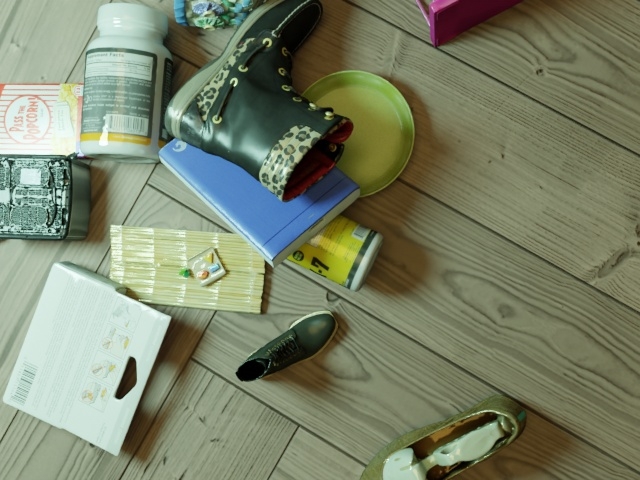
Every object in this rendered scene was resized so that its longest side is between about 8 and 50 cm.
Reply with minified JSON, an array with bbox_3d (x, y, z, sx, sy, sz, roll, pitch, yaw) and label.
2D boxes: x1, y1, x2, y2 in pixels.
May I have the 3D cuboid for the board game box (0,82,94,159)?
[{"bbox_3d":[-0.547,-0.236,1.617,0.194,0.045,0.146,1,88,8],"label":"board game box"}]

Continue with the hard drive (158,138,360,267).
[{"bbox_3d":[-0.114,-0.122,1.476,0.210,0.040,0.319,-40,65,-17],"label":"hard drive"}]

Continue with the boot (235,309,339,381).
[{"bbox_3d":[-0.059,0.201,1.490,0.198,0.137,0.077,-37,84,4],"label":"boot"}]

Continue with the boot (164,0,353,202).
[{"bbox_3d":[-0.058,-0.261,1.449,0.284,0.138,0.377,37,72,23],"label":"boot"}]

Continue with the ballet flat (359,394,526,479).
[{"bbox_3d":[0.214,0.386,1.453,0.342,0.124,0.116,-27,84,6],"label":"ballet flat"}]

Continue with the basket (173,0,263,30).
[{"bbox_3d":[-0.237,-0.506,1.481,0.289,0.255,0.201,21,84,-2],"label":"basket"}]

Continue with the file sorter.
[{"bbox_3d":[0.291,-0.513,1.435,0.291,0.202,0.182,-27,83,6],"label":"file sorter"}]

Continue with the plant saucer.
[{"bbox_3d":[0.058,-0.198,1.538,0.241,0.037,0.241,0,88,9],"label":"plant saucer"}]

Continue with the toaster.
[{"bbox_3d":[-0.536,-0.083,1.578,0.186,0.110,0.168,1,89,8],"label":"toaster"}]

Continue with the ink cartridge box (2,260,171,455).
[{"bbox_3d":[-0.440,0.224,1.568,0.261,0.066,0.296,23,95,9],"label":"ink cartridge box"}]

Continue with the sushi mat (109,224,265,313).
[{"bbox_3d":[-0.262,0.055,1.581,0.317,0.019,0.151,4,89,8],"label":"sushi mat"}]

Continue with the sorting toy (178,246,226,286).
[{"bbox_3d":[-0.230,0.057,1.560,0.083,0.012,0.062,-30,86,7],"label":"sorting toy"}]

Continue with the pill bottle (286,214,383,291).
[{"bbox_3d":[0.000,0.000,1.498,0.208,0.119,0.119,25,92,8],"label":"pill bottle"}]

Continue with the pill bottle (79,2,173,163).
[{"bbox_3d":[-0.363,-0.291,1.537,0.162,0.162,0.278,3,88,8],"label":"pill bottle"}]
